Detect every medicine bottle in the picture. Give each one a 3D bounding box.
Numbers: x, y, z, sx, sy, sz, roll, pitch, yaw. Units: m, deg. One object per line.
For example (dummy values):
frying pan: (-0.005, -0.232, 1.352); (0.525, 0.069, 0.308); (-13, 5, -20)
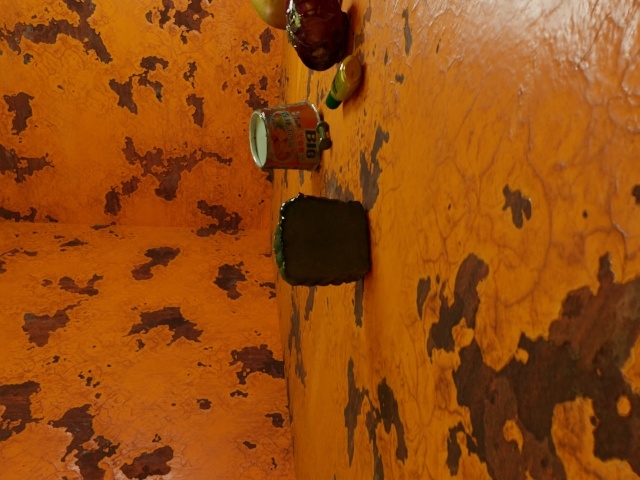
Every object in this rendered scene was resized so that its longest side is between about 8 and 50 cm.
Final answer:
medicine bottle: (0.061, -0.434, 1.366); (0.260, 0.064, 0.094); (165, 106, -80)

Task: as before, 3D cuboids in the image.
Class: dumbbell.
dumbbell: (0.010, -0.367, 1.674); (0.052, 0.046, 0.117); (110, 160, -45)

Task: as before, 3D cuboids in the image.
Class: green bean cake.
green bean cake: (0.000, 0.000, 1.187); (0.125, 0.227, 0.222); (128, 142, -69)

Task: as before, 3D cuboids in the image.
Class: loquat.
loquat: (-0.153, -1.000, 1.849); (0.328, 0.360, 0.328); (-16, 71, 54)

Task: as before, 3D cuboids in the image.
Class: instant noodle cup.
instant noodle cup: (-0.146, -0.402, 1.877); (0.296, 0.214, 0.296); (171, 90, -68)

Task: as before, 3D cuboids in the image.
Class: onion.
onion: (-0.009, -0.638, 1.438); (0.246, 0.190, 0.246); (-15, -90, -84)

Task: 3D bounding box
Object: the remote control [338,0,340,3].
remote control: (0.045, -0.848, 1.594); (0.190, 0.029, 0.087); (-101, 16, -48)
